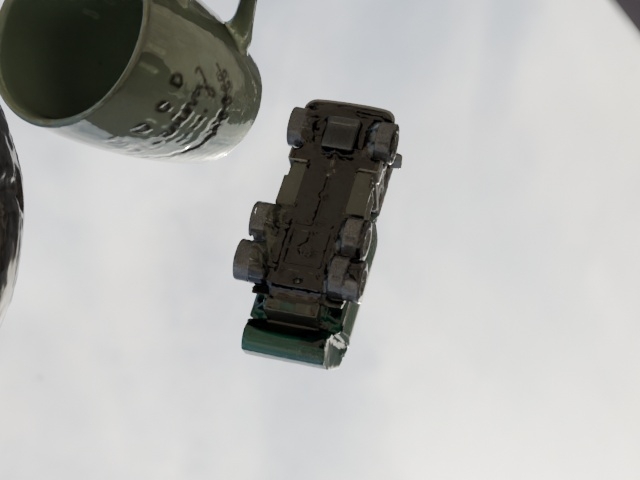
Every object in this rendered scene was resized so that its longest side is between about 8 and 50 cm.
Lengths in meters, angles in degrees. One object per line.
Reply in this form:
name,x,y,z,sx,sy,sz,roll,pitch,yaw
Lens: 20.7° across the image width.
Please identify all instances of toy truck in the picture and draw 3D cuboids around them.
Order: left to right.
toy truck,0.000,0.000,1.574,0.124,0.114,0.253,82,-158,-56

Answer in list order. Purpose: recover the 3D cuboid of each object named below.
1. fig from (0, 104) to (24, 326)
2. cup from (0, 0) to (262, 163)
fig,-0.208,-0.049,0.766,0.204,0.249,0.186,25,-175,41
cup,-0.144,-0.190,1.684,0.234,0.258,0.186,21,-145,-54
